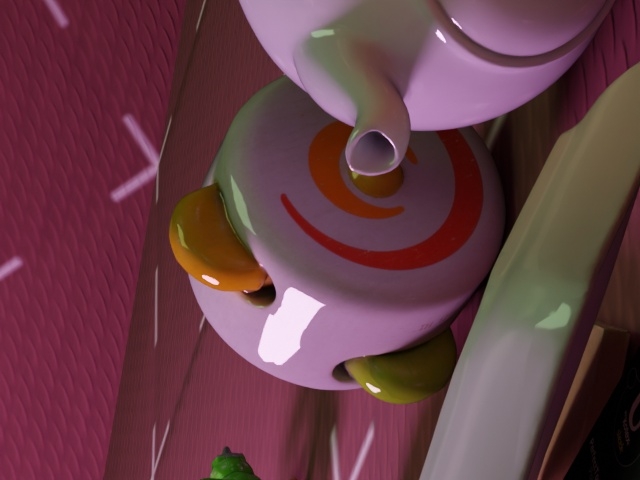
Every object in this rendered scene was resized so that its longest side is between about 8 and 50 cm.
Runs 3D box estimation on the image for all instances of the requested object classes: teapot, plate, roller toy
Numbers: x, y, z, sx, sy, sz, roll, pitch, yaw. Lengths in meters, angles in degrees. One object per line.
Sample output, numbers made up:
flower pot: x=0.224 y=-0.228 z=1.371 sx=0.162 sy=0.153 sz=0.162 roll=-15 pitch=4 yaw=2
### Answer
teapot: x=0.086 y=-0.178 z=1.033 sx=0.187 sy=0.252 sz=0.256 roll=13 pitch=107 yaw=57
plate: x=0.085 y=0.073 z=0.822 sx=0.278 sy=0.045 sz=0.277 roll=-55 pitch=-17 yaw=-59
roller toy: x=0.015 y=-0.014 z=1.216 sx=0.146 sy=0.209 sz=0.191 roll=120 pitch=171 yaw=-54

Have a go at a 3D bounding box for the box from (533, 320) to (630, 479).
box: x=0.118 y=0.138 z=1.034 sx=0.164 sy=0.021 sz=0.201 roll=-160 pitch=82 yaw=-77

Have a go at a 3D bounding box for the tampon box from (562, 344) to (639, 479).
tampon box: x=0.149 y=0.137 z=0.709 sx=0.120 sy=0.101 sz=0.161 roll=-92 pitch=18 yaw=-49

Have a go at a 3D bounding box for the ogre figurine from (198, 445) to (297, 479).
ogre figurine: x=-0.065 y=0.257 z=1.584 sx=0.197 sy=0.096 sz=0.118 roll=-81 pitch=-6 yaw=-72
